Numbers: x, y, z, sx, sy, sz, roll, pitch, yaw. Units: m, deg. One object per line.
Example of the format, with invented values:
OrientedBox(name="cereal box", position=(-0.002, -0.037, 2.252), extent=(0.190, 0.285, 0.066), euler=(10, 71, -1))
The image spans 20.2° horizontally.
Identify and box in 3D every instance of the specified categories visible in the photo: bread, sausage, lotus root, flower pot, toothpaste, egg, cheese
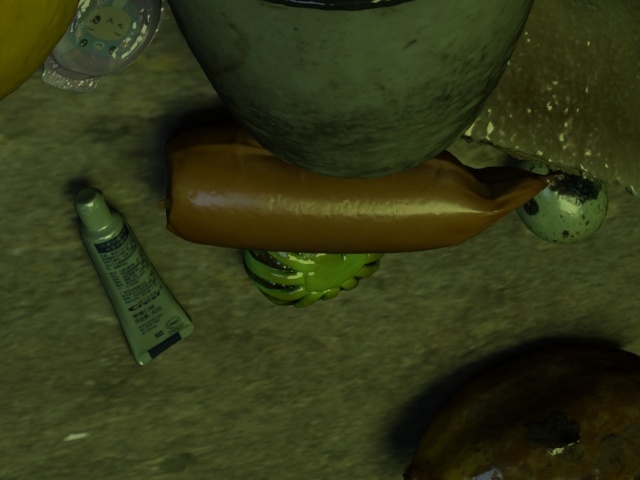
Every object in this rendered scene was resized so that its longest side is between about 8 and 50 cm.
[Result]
OrientedBox(name="bread", position=(0.000, 0.000, 1.570), extent=(0.139, 0.071, 0.130), euler=(-28, 139, -8))
OrientedBox(name="sausage", position=(0.033, -0.039, 1.463), extent=(0.328, 0.112, 0.112), euler=(2, 127, -4))
OrientedBox(name="lotus root", position=(0.226, 0.213, 1.802), extent=(0.290, 0.193, 0.193), euler=(-12, 130, -23))
OrientedBox(name="flower pot", position=(0.022, -0.211, 1.240), extent=(0.293, 0.294, 0.330), euler=(-28, 159, -8))
OrientedBox(name="toothpaste", position=(-0.163, 0.031, 1.520), extent=(0.062, 0.037, 0.216), euler=(-30, 139, -7))
OrientedBox(name="egg", position=(0.219, -0.045, 1.652), extent=(0.085, 0.085, 0.110), euler=(-33, 128, -4))
OrientedBox(name="bread", position=(0.176, -0.152, 1.504), extent=(0.337, 0.102, 0.183), euler=(14, 101, -32))
OrientedBox(name="cheese", position=(-0.153, -0.193, 1.340), extent=(0.105, 0.042, 0.191), euler=(9, 117, -38))

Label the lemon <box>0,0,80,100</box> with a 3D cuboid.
OrientedBox(name="lemon", position=(-0.290, -0.195, 1.094), extent=(0.297, 0.297, 0.297), euler=(-16, 132, -19))
